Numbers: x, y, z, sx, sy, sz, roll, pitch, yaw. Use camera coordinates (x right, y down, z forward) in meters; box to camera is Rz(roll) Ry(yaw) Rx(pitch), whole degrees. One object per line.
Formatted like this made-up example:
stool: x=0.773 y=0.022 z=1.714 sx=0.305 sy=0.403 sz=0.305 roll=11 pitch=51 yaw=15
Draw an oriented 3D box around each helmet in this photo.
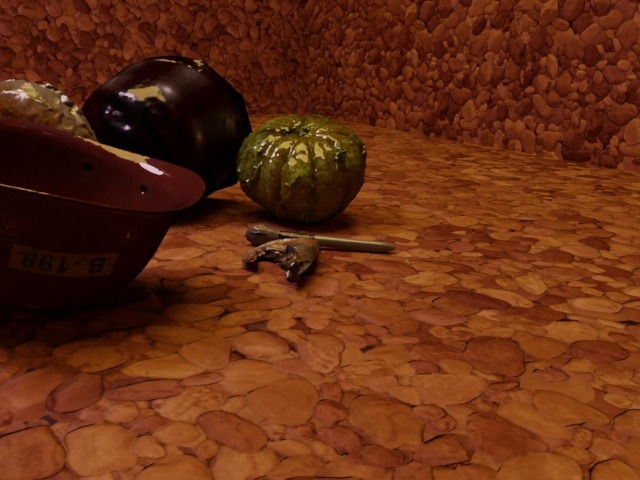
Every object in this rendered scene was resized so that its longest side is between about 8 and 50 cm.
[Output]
helmet: x=-0.379 y=-0.016 z=0.948 sx=0.384 sy=0.230 sz=0.337 roll=6 pitch=20 yaw=-38

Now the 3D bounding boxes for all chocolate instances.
chocolate: x=-0.364 y=-0.208 z=1.497 sx=0.383 sy=0.384 sz=0.331 roll=4 pitch=31 yaw=5

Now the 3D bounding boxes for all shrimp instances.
shrimp: x=-0.070 y=0.033 z=1.173 sx=0.143 sy=0.052 sz=0.251 roll=-8 pitch=8 yaw=1

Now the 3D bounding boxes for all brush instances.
brush: x=0.000 y=0.000 z=1.309 sx=0.299 sy=0.042 sz=0.039 roll=5 pitch=35 yaw=2

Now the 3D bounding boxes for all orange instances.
orange: x=-0.048 y=-0.157 z=1.511 sx=0.301 sy=0.223 sz=0.300 roll=8 pitch=30 yaw=5

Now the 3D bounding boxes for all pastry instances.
pastry: x=-0.556 y=-0.146 z=1.235 sx=0.329 sy=0.330 sz=0.136 roll=5 pitch=22 yaw=8
